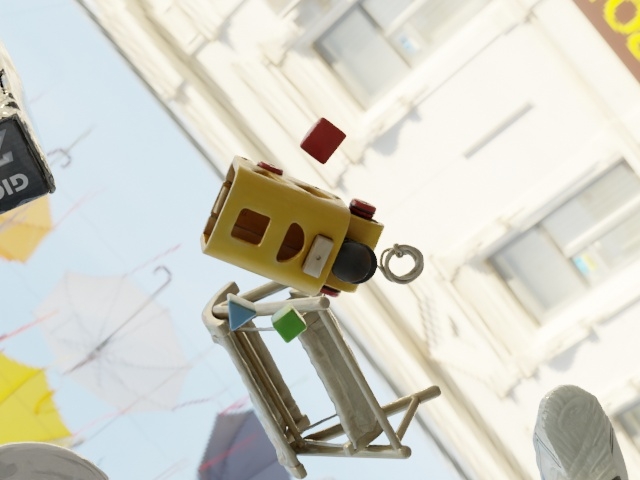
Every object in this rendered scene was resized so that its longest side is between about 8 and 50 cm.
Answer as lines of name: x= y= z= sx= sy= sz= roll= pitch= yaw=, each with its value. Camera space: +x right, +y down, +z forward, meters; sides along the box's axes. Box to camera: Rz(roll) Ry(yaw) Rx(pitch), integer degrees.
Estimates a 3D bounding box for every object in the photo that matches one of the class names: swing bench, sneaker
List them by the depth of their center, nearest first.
sneaker: x=0.245 y=0.242 z=1.069 sx=0.086 sy=0.085 sz=0.237 roll=64 pitch=-161 yaw=-44
swing bench: x=-0.014 y=0.173 z=1.603 sx=0.253 sy=0.254 sz=0.165 roll=62 pitch=-147 yaw=-16

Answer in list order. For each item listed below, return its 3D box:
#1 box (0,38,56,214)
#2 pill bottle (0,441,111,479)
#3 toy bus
box: x=-0.362 y=-0.054 z=0.890 sx=0.293 sy=0.295 sz=0.073 roll=50 pitch=164 yaw=59
pill bottle: x=-0.283 y=0.320 z=1.082 sx=0.176 sy=0.318 sz=0.176 roll=9 pitch=-123 yaw=-14
toy bus: x=-0.013 y=0.001 z=1.103 sx=0.104 sy=0.202 sz=0.191 roll=-116 pitch=3 yaw=-74
